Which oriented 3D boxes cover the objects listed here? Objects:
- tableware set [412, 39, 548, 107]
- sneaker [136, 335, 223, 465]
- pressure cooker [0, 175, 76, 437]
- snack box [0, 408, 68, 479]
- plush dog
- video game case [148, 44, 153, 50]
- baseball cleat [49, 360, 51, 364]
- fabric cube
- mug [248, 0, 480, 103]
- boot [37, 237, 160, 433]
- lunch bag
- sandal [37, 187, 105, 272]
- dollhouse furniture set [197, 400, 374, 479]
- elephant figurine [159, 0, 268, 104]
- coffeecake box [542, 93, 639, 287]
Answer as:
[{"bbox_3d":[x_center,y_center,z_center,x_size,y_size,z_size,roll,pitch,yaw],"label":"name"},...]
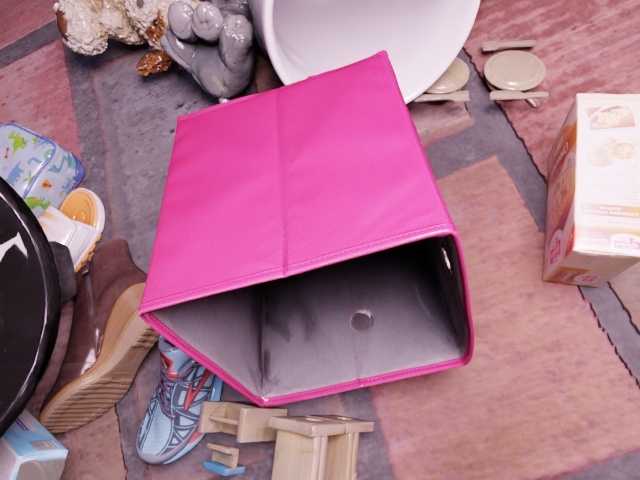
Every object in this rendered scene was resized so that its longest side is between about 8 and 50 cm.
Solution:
[{"bbox_3d":[0.234,-0.244,0.654,0.194,0.039,0.128,2,61,9],"label":"tableware set"},{"bbox_3d":[-0.185,0.164,0.571,0.104,0.125,0.262,18,76,29],"label":"sneaker"},{"bbox_3d":[-0.500,0.070,0.468,0.420,0.370,0.375,-6,51,53],"label":"pressure cooker"},{"bbox_3d":[-0.425,0.395,0.539,0.187,0.060,0.322,7,81,39],"label":"snack box"},{"bbox_3d":[-0.314,-0.431,0.790,0.225,0.210,0.262,33,111,8],"label":"plush dog"},{"bbox_3d":[-0.288,-0.433,0.863,0.087,0.011,0.122,7,74,16],"label":"video game case"},{"bbox_3d":[-0.490,0.255,0.662,0.206,0.072,0.109,-31,83,5],"label":"baseball cleat"},{"bbox_3d":[0.000,0.000,0.480,0.259,0.254,0.258,-15,49,10],"label":"fabric cube"},{"bbox_3d":[0.072,-0.395,0.626,0.374,0.276,0.328,-14,50,-7],"label":"mug"},{"bbox_3d":[-0.351,0.139,0.665,0.248,0.090,0.207,-47,53,1],"label":"boot"},{"bbox_3d":[-0.551,-0.094,0.773,0.176,0.090,0.219,22,79,19],"label":"lunch bag"},{"bbox_3d":[-0.454,0.027,0.715,0.102,0.076,0.265,15,76,18],"label":"sandal"},{"bbox_3d":[-0.046,0.274,0.520,0.184,0.129,0.129,-7,69,38],"label":"dollhouse furniture set"},{"bbox_3d":[-0.146,-0.371,0.739,0.169,0.186,0.239,30,49,-12],"label":"elephant figurine"},{"bbox_3d":[0.317,-0.052,0.509,0.068,0.142,0.185,6,73,17],"label":"coffeecake box"}]
